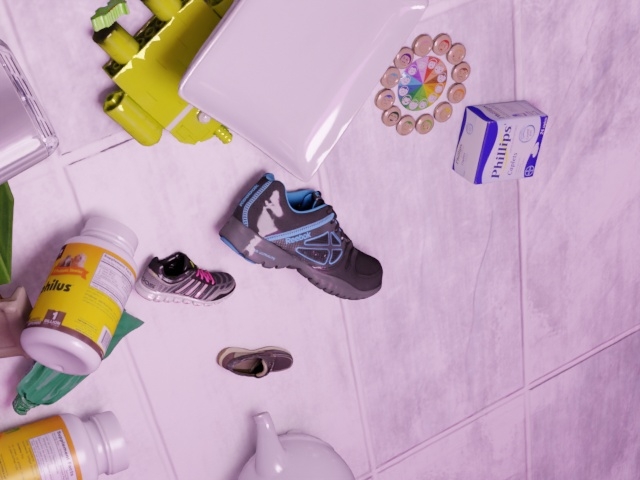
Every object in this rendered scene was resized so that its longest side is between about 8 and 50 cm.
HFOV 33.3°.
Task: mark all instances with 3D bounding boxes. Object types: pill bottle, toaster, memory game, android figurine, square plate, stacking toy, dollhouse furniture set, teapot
[{"bbox_3d":[-0.336,0.076,1.532,0.117,0.117,0.215,54,44,-44],"label":"pill bottle"},{"bbox_3d":[-0.428,-0.149,1.332,0.146,0.129,0.227,-30,103,-18],"label":"toaster"},{"bbox_3d":[0.173,-0.256,1.772,0.186,0.012,0.186,-17,128,-23],"label":"memory game"},{"bbox_3d":[-0.188,-0.241,1.513,0.248,0.056,0.273,-44,132,0],"label":"android figurine"},{"bbox_3d":[-0.020,-0.291,1.544,0.347,0.049,0.344,-56,145,1],"label":"square plate"},{"bbox_3d":[-0.224,-0.384,1.329,0.221,0.052,0.167,-49,142,-36],"label":"stacking toy"},{"bbox_3d":[-0.514,0.044,1.488,0.198,0.151,0.301,-7,145,-6],"label":"dollhouse furniture set"},{"bbox_3d":[-0.438,0.356,1.707,0.246,0.136,0.136,-15,128,-25],"label":"pill bottle"},{"bbox_3d":[-0.044,0.450,2.016,0.253,0.187,0.256,12,142,-19],"label":"teapot"}]

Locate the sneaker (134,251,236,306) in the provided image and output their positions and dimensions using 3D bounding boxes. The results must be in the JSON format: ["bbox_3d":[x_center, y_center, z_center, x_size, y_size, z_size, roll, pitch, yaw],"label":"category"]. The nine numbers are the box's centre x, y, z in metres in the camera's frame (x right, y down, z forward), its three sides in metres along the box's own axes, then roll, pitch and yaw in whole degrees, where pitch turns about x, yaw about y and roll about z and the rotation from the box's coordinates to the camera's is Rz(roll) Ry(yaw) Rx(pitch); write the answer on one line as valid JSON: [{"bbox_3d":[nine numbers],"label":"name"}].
[{"bbox_3d":[-0.207,0.058,1.702,0.171,0.063,0.074,3,125,-30],"label":"sneaker"}]

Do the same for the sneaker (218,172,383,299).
[{"bbox_3d":[0.000,0.000,1.760,0.341,0.125,0.139,21,102,-44],"label":"sneaker"}]

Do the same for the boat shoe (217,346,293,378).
[{"bbox_3d":[-0.109,0.221,1.892,0.152,0.049,0.056,3,118,-36],"label":"boat shoe"}]

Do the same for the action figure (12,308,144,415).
[{"bbox_3d":[-0.397,0.181,1.662,0.232,0.063,0.137,-48,136,-1],"label":"action figure"}]

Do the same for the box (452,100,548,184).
[{"bbox_3d":[0.316,-0.173,1.885,0.137,0.072,0.126,-9,125,-28],"label":"box"}]
